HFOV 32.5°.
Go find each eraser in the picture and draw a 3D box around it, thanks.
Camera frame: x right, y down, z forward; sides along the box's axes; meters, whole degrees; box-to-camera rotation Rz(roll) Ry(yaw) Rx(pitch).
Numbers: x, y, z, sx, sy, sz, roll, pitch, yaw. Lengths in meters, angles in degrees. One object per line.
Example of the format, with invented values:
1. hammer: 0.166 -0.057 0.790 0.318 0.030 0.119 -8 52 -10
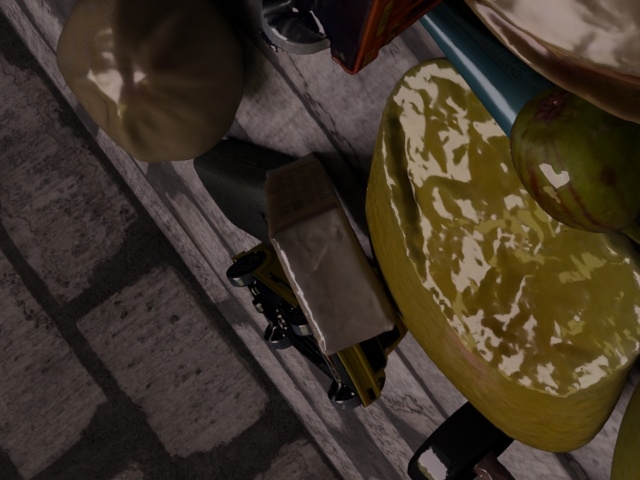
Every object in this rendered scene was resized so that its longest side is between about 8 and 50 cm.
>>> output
1. eraser: 0.000 0.000 1.186 0.343 0.078 0.144 -107 -7 -77

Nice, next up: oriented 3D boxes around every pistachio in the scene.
1. pistachio: 0.139 -0.133 0.500 0.215 0.144 0.144 41 163 16
2. pistachio: -0.189 -0.204 1.298 0.332 0.207 0.226 51 -138 -74

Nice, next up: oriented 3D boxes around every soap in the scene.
1. soap: 0.143 0.044 0.966 0.306 0.115 0.427 45 164 20

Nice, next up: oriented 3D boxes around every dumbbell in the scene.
1. dumbbell: 0.220 0.289 1.232 0.218 0.152 0.152 48 165 20

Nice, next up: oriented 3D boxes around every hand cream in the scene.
1. hand cream: 0.096 -0.149 0.779 0.224 0.048 0.083 50 -159 14

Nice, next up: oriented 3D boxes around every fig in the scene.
1. fig: 0.188 -0.025 0.707 0.166 0.093 0.093 58 166 -11

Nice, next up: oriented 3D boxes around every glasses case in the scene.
1. glasses case: -0.081 -0.062 1.525 0.131 0.074 0.323 58 165 -23

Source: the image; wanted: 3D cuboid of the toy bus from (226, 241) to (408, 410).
1. toy bus: 0.003 0.088 1.456 0.331 0.151 0.145 30 150 61

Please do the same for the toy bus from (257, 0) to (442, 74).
1. toy bus: -0.040 -0.277 0.708 0.329 0.153 0.143 49 165 10

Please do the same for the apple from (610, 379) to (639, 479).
1. apple: 0.280 0.149 0.611 0.261 0.194 0.261 43 157 23
